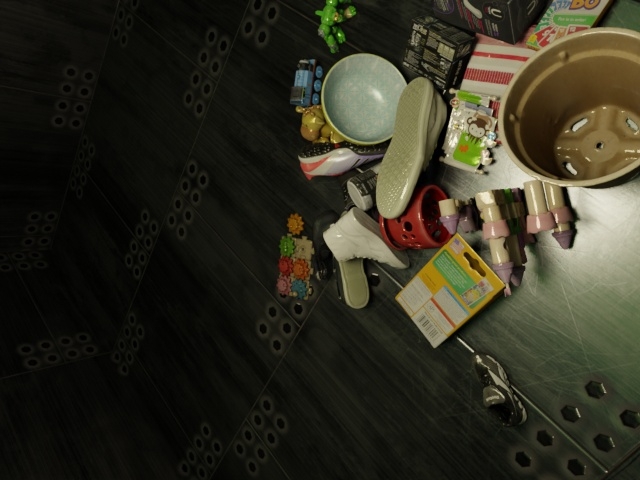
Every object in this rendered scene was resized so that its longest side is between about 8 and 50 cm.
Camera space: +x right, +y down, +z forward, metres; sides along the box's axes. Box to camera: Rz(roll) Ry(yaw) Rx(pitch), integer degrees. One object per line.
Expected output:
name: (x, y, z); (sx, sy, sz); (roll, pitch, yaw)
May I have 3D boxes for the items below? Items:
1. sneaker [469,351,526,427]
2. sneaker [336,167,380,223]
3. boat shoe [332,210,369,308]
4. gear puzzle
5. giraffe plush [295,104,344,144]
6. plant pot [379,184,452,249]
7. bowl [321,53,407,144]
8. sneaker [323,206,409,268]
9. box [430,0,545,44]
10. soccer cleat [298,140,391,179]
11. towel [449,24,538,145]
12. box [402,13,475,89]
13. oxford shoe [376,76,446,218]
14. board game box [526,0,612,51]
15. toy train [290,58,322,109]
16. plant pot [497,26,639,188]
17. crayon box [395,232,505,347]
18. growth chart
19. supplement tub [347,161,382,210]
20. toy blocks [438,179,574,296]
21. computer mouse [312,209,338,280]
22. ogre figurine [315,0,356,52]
sneaker: (0.503, 0.432, 1.377); (0.078, 0.106, 0.234); (-41, 68, 32)
sneaker: (0.126, -0.149, 1.628); (0.107, 0.124, 0.283); (-44, 66, 31)
boat shoe: (0.095, 0.068, 1.676); (0.113, 0.127, 0.339); (-18, 80, 63)
gear puzzle: (-0.104, 0.062, 1.876); (0.176, 0.044, 0.338); (10, 99, 38)
giraffe plush: (0.002, -0.406, 1.681); (0.182, 0.171, 0.210); (5, 96, 39)
plant pot: (0.289, -0.065, 1.467); (0.174, 0.191, 0.191); (-8, 88, 45)
bowl: (0.134, -0.441, 1.564); (0.156, 0.290, 0.289); (161, 103, -82)
sneaker: (0.144, 0.025, 1.550); (0.169, 0.293, 0.108); (-36, 29, 30)
box: (0.443, -0.672, 1.289); (0.270, 0.165, 0.143); (38, 92, 33)
soccer cleat: (0.088, -0.282, 1.634); (0.319, 0.108, 0.116); (-7, 133, 8)
towel: (0.514, -0.445, 1.358); (0.237, 0.037, 0.328); (23, 107, 36)
box: (0.346, -0.562, 1.419); (0.180, 0.078, 0.147); (43, 147, 29)
oxford shoe: (0.280, -0.267, 1.416); (0.169, 0.130, 0.449); (-3, 66, 54)
board game box: (0.654, -0.591, 1.208); (0.124, 0.039, 0.259); (38, 100, 30)
toy train: (-0.051, -0.577, 1.754); (0.080, 0.105, 0.184); (16, 103, 37)
plant pot: (0.624, -0.257, 1.093); (0.334, 0.306, 0.333); (-6, 80, 37)
crayon box: (0.395, 0.149, 1.434); (0.203, 0.083, 0.323); (53, 131, 23)
growth chart: (0.438, -0.320, 1.402); (0.172, 0.021, 0.237); (19, 108, 38)
supplement tub: (0.191, -0.184, 1.529); (0.190, 0.117, 0.117); (-29, 72, -10)
toy blocks: (0.484, -0.005, 1.256); (0.309, 0.289, 0.259); (-12, 90, 37)
computer mouse: (0.000, 0.000, 1.668); (0.272, 0.072, 0.188); (109, 159, -52)
ogre figurine: (0.048, -0.767, 1.655); (0.097, 0.118, 0.197); (48, 120, 26)
